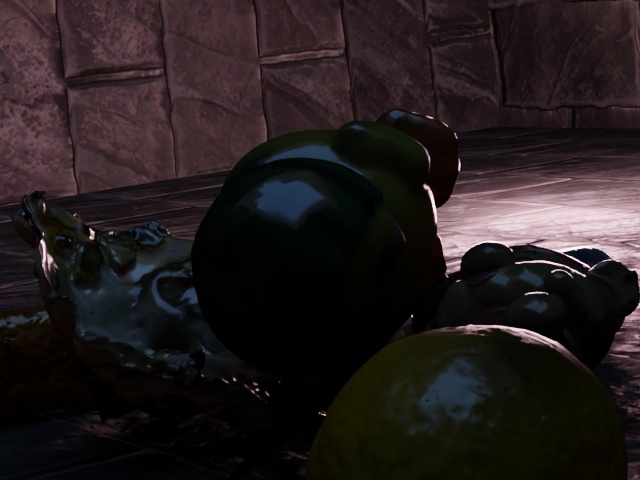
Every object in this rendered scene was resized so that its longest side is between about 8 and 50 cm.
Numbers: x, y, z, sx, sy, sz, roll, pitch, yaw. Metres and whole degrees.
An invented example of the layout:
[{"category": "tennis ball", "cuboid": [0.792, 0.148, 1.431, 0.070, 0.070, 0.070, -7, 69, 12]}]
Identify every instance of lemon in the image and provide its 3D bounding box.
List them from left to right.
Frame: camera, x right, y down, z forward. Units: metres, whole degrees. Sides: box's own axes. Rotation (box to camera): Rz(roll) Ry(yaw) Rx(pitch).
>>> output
[{"category": "lemon", "cuboid": [0.090, 0.143, 1.074, 0.188, 0.188, 0.257, 0, 16, 31]}]

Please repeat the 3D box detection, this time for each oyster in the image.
[{"category": "oyster", "cuboid": [-0.140, 0.085, 1.583, 0.354, 0.107, 0.201, 39, 27, 29]}]

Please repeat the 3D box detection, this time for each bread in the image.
[{"category": "bread", "cuboid": [-0.292, 0.120, 1.749, 0.211, 0.114, 0.083, -11, 12, -20]}]

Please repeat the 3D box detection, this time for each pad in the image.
[{"category": "pad", "cuboid": [0.004, 0.119, 1.400, 0.170, 0.006, 0.245, -52, -10, 34]}]

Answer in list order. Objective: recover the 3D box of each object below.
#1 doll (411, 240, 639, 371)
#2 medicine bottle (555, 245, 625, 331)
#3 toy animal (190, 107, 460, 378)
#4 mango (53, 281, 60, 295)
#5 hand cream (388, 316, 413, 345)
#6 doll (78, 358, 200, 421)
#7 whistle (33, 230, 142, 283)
[{"category": "doll", "cuboid": [0.158, 0.082, 1.476, 0.196, 0.152, 0.256, 5, 19, 16]}, {"category": "medicine bottle", "cuboid": [0.223, 0.066, 1.805, 0.168, 0.105, 0.105, -11, 10, -34]}, {"category": "toy animal", "cuboid": [-0.003, 0.000, 1.543, 0.191, 0.216, 0.338, 17, 22, 16]}, {"category": "mango", "cuboid": [-0.233, 0.076, 1.997, 0.138, 0.113, 0.253, -2, 7, 6]}, {"category": "hand cream", "cuboid": [0.112, 0.130, 1.624, 0.084, 0.050, 0.257, -10, 21, -15]}, {"category": "doll", "cuboid": [-0.100, 0.103, 1.698, 0.257, 0.117, 0.182, -11, 43, -17]}, {"category": "whistle", "cuboid": [-0.308, 0.037, 2.403, 0.227, 0.105, 0.085, -2, -22, 41]}]
